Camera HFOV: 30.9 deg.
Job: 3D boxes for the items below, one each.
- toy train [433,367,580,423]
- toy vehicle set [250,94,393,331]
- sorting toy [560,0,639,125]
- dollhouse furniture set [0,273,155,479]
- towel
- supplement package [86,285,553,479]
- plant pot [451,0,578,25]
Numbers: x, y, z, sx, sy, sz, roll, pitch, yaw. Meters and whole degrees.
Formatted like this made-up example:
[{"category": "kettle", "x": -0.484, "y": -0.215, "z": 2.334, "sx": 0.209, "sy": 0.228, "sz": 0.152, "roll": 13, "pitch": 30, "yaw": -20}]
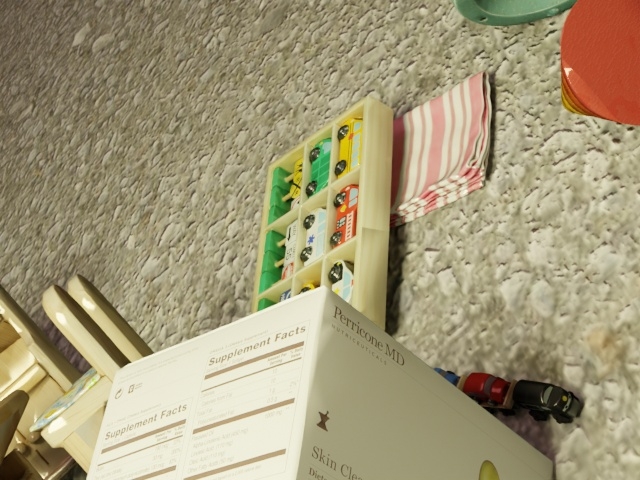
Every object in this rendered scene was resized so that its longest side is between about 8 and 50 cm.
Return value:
[{"category": "toy train", "x": 0.131, "y": 0.119, "z": 0.903, "sx": 0.158, "sy": 0.036, "sz": 0.027, "roll": -1, "pitch": 57, "yaw": 50}, {"category": "toy vehicle set", "x": 0.000, "y": 0.000, "z": 1.144, "sx": 0.166, "sy": 0.035, "sz": 0.267, "roll": -33, "pitch": 40, "yaw": 40}, {"category": "sorting toy", "x": 0.298, "y": -0.239, "z": 1.020, "sx": 0.366, "sy": 0.127, "sz": 0.126, "roll": -59, "pitch": 4, "yaw": -17}, {"category": "dollhouse furniture set", "x": -0.351, "y": 0.161, "z": 1.092, "sx": 0.362, "sy": 0.256, "sz": 0.394, "roll": -42, "pitch": 4, "yaw": -1}, {"category": "towel", "x": 0.086, "y": -0.080, "z": 1.160, "sx": 0.197, "sy": 0.029, "sz": 0.144, "roll": -25, "pitch": 40, "yaw": 35}, {"category": "supplement package", "x": 0.005, "y": 0.180, "z": 0.789, "sx": 0.204, "sy": 0.262, "sz": 0.145, "roll": -24, "pitch": 43, "yaw": 35}, {"category": "plant pot", "x": 0.183, "y": -0.329, "z": 1.092, "sx": 0.293, "sy": 0.293, "sz": 0.196, "roll": -28, "pitch": 67, "yaw": 32}]
